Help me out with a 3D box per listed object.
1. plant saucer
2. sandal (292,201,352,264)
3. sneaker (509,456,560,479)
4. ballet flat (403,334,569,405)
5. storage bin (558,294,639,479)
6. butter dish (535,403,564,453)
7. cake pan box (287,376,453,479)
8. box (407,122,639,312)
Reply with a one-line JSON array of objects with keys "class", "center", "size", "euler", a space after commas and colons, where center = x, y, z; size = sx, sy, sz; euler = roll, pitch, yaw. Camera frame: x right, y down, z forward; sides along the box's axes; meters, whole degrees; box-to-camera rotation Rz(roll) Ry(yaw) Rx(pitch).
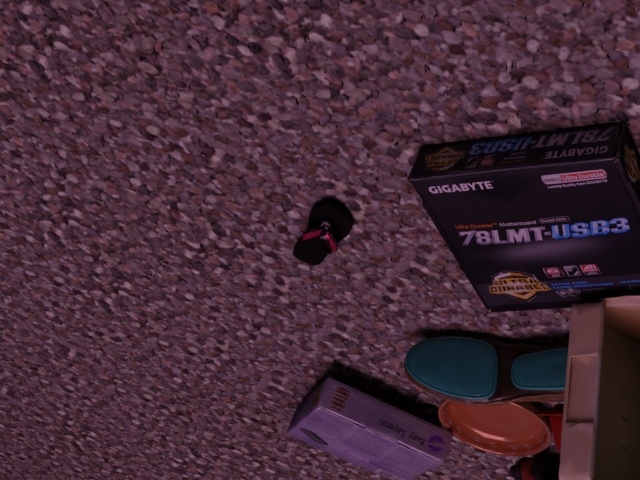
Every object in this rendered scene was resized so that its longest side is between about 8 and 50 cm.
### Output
[{"class": "plant saucer", "center": [0.306, 0.310, 2.140], "size": [0.200, 0.037, 0.200], "euler": [14, 145, 10]}, {"class": "sandal", "center": [0.000, 0.000, 1.870], "size": [0.067, 0.040, 0.179], "euler": [24, 146, -4]}, {"class": "sneaker", "center": [0.470, 0.457, 2.201], "size": [0.276, 0.097, 0.135], "euler": [31, 145, -18]}, {"class": "ballet flat", "center": [0.307, 0.214, 1.965], "size": [0.342, 0.116, 0.124], "euler": [-5, 158, 28]}, {"class": "storage bin", "center": [0.448, 0.235, 1.698], "size": [0.123, 0.262, 0.260], "euler": [-9, 155, 42]}, {"class": "butter dish", "center": [0.436, 0.311, 1.901], "size": [0.160, 0.118, 0.160], "euler": [5, 170, -24]}, {"class": "cake pan box", "center": [0.091, 0.360, 2.268], "size": [0.267, 0.070, 0.246], "euler": [24, 157, -3]}, {"class": "box", "center": [0.309, -0.021, 1.650], "size": [0.296, 0.073, 0.293], "euler": [-5, 139, 32]}]
